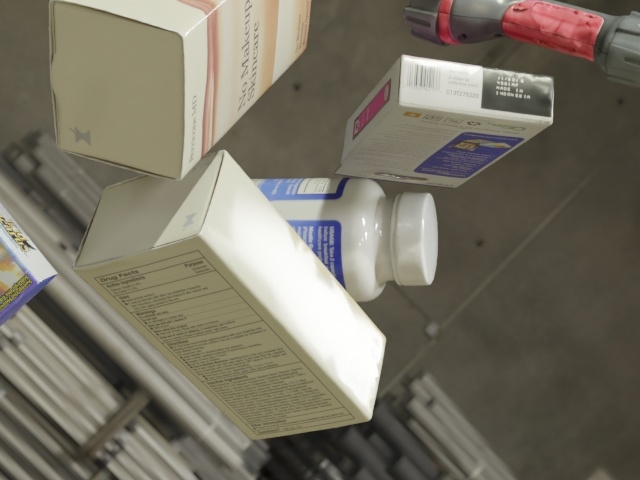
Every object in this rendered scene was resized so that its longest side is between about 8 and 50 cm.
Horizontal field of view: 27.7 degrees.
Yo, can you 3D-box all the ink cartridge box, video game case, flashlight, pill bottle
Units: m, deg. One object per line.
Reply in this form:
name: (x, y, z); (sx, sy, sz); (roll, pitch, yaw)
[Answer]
ink cartridge box: (0.135, -0.132, 1.569); (0.176, 0.069, 0.371); (6, -12, -10)
video game case: (-0.524, 0.036, 1.737); (0.244, 0.269, 0.061); (51, 20, 2)
flashlight: (0.248, -0.242, 1.473); (0.304, 0.103, 0.103); (21, -14, 26)
pill bottle: (0.000, 0.000, 1.579); (0.272, 0.152, 0.152); (0, -23, 14)

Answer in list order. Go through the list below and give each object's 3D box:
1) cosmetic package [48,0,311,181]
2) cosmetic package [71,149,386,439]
cosmetic package: (-0.118, -0.197, 1.203); (0.129, 0.296, 0.153); (16, -53, 15)
cosmetic package: (-0.081, 0.066, 1.295); (0.160, 0.113, 0.309); (-13, -47, 30)
